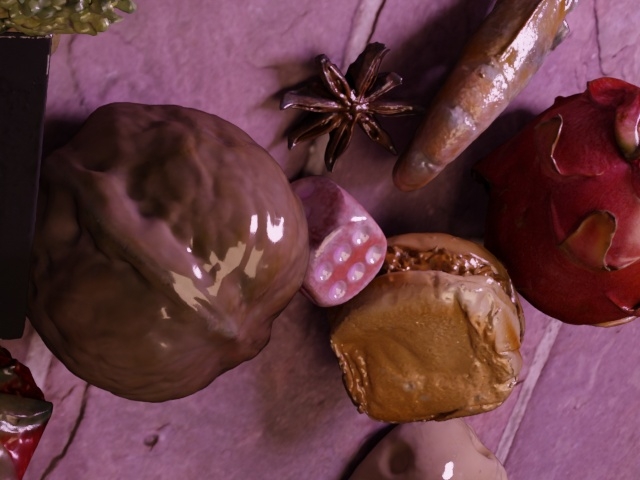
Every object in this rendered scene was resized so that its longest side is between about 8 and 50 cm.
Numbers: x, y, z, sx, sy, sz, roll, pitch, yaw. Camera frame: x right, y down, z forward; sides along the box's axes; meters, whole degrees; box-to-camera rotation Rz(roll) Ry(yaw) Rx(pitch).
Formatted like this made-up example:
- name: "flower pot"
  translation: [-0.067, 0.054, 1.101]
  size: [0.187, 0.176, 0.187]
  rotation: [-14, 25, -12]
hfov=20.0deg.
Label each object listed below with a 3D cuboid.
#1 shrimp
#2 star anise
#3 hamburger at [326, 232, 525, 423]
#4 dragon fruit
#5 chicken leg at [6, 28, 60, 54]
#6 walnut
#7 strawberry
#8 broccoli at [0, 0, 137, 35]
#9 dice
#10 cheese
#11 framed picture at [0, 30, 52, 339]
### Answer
- name: "shrimp"
  translation: [0.167, -0.171, 1.760]
  size: [0.317, 0.077, 0.168]
  rotation: [-52, -178, -17]
- name: "star anise"
  translation: [0.023, -0.126, 1.682]
  size: [0.141, 0.042, 0.141]
  rotation: [-9, 127, -12]
- name: "hamburger"
  translation: [0.106, 0.089, 1.817]
  size: [0.214, 0.108, 0.213]
  rotation: [2, 127, 2]
- name: "dragon fruit"
  translation: [0.278, -0.032, 1.848]
  size: [0.250, 0.315, 0.250]
  rotation: [3, 81, -19]
- name: "chicken leg"
  translation: [-0.273, -0.123, 1.420]
  size: [0.178, 0.070, 0.093]
  rotation: [-45, 145, 3]
- name: "walnut"
  translation: [-0.133, 0.011, 1.517]
  size: [0.248, 0.248, 0.248]
  rotation: [-23, 131, -29]
- name: "strawberry"
  translation: [-0.336, 0.171, 1.504]
  size: [0.184, 0.186, 0.201]
  rotation: [32, 129, -13]
- name: "broccoli"
  translation: [-0.179, -0.260, 1.210]
  size: [0.375, 0.302, 0.249]
  rotation: [-16, 113, -42]
- name: "dice"
  translation: [0.000, 0.000, 1.727]
  size: [0.093, 0.091, 0.094]
  rotation: [-45, 139, -7]
- name: "cheese"
  translation: [0.121, 0.300, 2.032]
  size: [0.218, 0.117, 0.235]
  rotation: [-9, 127, -40]
- name: "framed picture"
  translation: [-0.331, -0.030, 1.342]
  size: [0.244, 0.013, 0.323]
  rotation: [-1, 137, -15]
